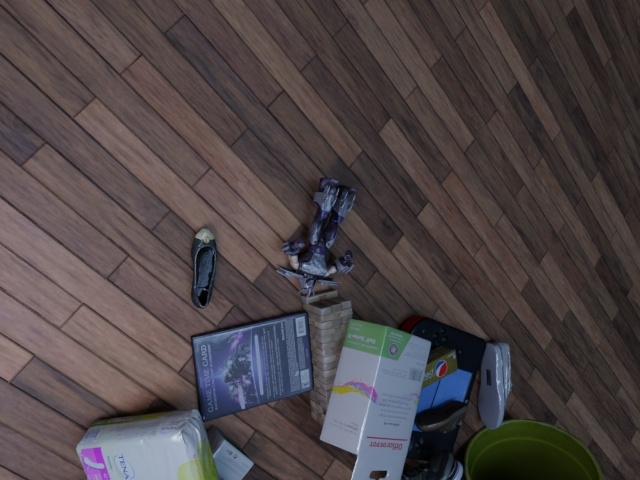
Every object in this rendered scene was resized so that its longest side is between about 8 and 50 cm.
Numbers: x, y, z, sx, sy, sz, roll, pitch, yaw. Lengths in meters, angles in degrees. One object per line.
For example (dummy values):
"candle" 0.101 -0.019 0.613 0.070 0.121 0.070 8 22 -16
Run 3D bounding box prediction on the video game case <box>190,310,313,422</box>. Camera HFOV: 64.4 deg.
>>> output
"video game case" -0.149 0.285 1.167 0.275 0.026 0.195 -9 99 -26

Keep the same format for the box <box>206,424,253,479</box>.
"box" -0.224 0.486 1.113 0.102 0.087 0.101 -49 115 -18

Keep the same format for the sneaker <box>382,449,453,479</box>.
"sneaker" 0.255 0.643 1.380 0.130 0.087 0.227 43 87 2

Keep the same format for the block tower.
"block tower" 0.026 0.294 1.238 0.091 0.097 0.335 -10 99 -30

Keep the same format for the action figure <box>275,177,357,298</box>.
"action figure" 0.000 0.000 1.192 0.186 0.099 0.284 16 90 -36

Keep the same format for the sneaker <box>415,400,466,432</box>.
"sneaker" 0.339 0.505 1.404 0.189 0.066 0.071 -7 102 -34

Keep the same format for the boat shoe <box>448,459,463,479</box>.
"boat shoe" 0.303 0.696 1.447 0.229 0.080 0.076 -37 107 -5

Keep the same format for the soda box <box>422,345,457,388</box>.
"soda box" 0.277 0.343 1.346 0.182 0.058 0.061 -16 104 -29

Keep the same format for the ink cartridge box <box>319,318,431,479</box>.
"ink cartridge box" 0.125 0.380 1.184 0.207 0.119 0.353 27 74 -44

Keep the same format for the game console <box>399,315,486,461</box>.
"game console" 0.312 0.427 1.441 0.342 0.060 0.386 23 84 -30

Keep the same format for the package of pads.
"package of pads" -0.314 0.484 0.994 0.230 0.101 0.296 -10 104 9

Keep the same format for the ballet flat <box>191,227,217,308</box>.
"ballet flat" -0.244 0.059 1.080 0.058 0.049 0.173 0 95 -31

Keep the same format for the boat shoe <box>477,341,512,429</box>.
"boat shoe" 0.545 0.443 1.564 0.088 0.096 0.267 -1 87 -26

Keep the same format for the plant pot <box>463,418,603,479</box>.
"plant pot" 0.630 0.803 1.526 0.367 0.367 0.352 -25 119 -26
